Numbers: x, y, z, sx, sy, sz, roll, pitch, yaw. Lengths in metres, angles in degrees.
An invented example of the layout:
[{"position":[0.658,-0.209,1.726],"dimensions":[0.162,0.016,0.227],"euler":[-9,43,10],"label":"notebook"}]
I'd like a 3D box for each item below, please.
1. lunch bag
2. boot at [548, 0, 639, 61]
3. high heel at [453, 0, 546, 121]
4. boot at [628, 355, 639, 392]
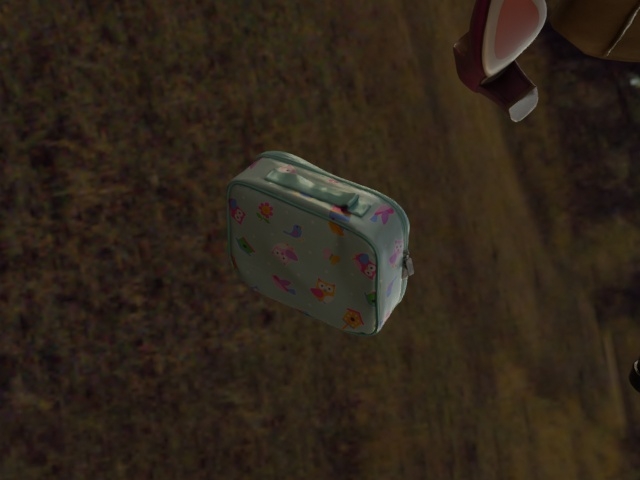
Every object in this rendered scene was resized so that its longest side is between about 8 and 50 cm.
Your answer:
[{"position":[0.000,0.000,1.694],"dimensions":[0.108,0.279,0.224],"euler":[-45,147,-41],"label":"lunch bag"},{"position":[0.232,-0.231,0.989],"dimensions":[0.269,0.236,0.089],"euler":[95,5,-78],"label":"boot"},{"position":[0.238,-0.322,1.776],"dimensions":[0.181,0.127,0.377],"euler":[51,-8,24],"label":"high heel"},{"position":[0.612,0.156,1.794],"dimensions":[0.094,0.247,0.207],"euler":[-94,-162,-56],"label":"boot"}]
